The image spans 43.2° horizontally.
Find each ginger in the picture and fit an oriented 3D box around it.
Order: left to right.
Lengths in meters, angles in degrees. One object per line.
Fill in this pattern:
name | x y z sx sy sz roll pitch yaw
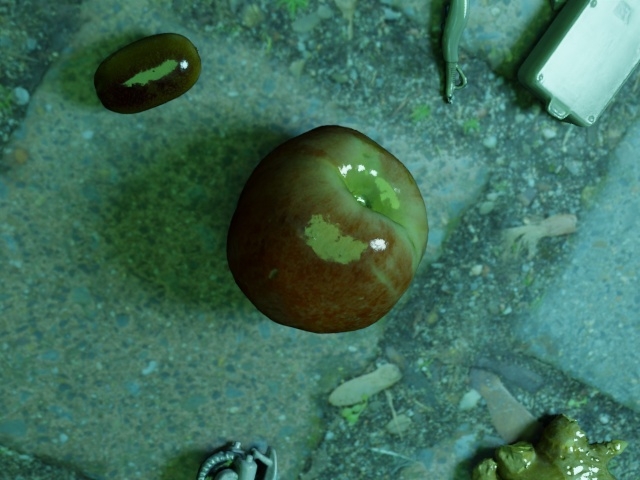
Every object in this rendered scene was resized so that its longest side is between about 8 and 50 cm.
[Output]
ginger | 0.329 0.331 1.126 0.216 0.102 0.157 -29 81 4

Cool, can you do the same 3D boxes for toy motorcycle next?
toy motorcycle | -0.079 0.393 1.080 0.170 0.110 0.260 -10 100 -23

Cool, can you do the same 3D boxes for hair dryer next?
hair dryer | 0.126 -0.280 0.960 0.167 0.067 0.199 21 116 -5

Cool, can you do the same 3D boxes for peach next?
peach | 0.000 0.000 0.928 0.232 0.256 0.232 14 60 -25

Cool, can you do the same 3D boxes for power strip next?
power strip | 0.356 -0.268 0.986 0.118 0.046 0.270 32 98 -22

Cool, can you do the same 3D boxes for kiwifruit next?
kiwifruit | -0.193 -0.188 0.909 0.124 0.075 0.075 -25 108 2

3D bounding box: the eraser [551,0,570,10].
eraser | 0.287 -0.330 0.978 0.027 0.019 0.099 -16 106 -5
